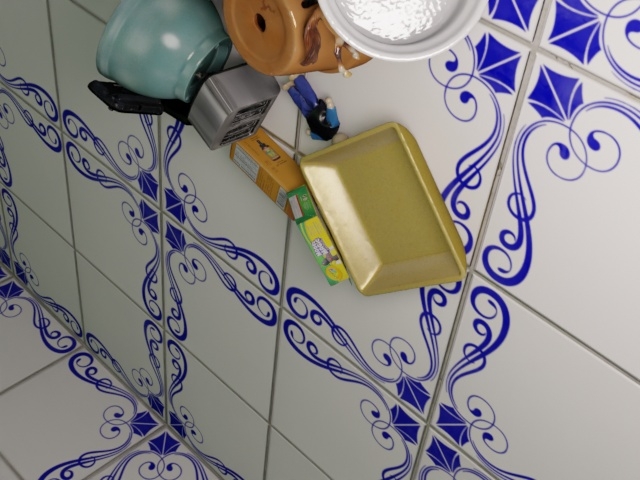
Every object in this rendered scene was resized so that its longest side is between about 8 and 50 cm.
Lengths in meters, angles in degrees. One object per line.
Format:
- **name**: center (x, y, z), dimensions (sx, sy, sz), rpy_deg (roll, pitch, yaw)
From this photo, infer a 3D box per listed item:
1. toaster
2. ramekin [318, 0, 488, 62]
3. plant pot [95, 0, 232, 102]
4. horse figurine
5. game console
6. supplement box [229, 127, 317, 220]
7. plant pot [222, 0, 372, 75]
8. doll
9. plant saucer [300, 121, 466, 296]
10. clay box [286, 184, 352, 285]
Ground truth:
- **toaster**: center (-0.194, -0.299, 2.000), dimensions (0.110, 0.186, 0.168), rpy_deg (56, 144, 13)
- **ramekin**: center (0.125, -0.423, 1.453), dimensions (0.135, 0.277, 0.277), rpy_deg (-99, -14, -79)
- **plant pot**: center (-0.318, -0.424, 1.997), dimensions (0.196, 0.293, 0.293), rpy_deg (37, 142, 5)
- **horse figurine**: center (0.069, -0.398, 1.580), dimensions (0.174, 0.263, 0.066), rpy_deg (60, 174, -35)
- **game console**: center (-0.414, -0.333, 2.126), dimensions (0.213, 0.361, 0.044), rpy_deg (32, 106, 17)
- **supplement box**: center (-0.104, -0.155, 2.087), dimensions (0.233, 0.078, 0.080), rpy_deg (46, 146, 18)
- **plant pot**: center (-0.044, -0.432, 1.705), dimensions (0.291, 0.203, 0.290), rpy_deg (31, 137, 35)
- **doll**: center (-0.004, -0.266, 1.912), dimensions (0.189, 0.046, 0.129), rpy_deg (55, 145, 7)
- **plant saucer**: center (0.139, -0.064, 1.857), dimensions (0.333, 0.081, 0.332), rpy_deg (-15, 102, 54)
- **clay box**: center (0.000, 0.000, 1.997), dimensions (0.127, 0.053, 0.222), rpy_deg (-110, -6, -52)
